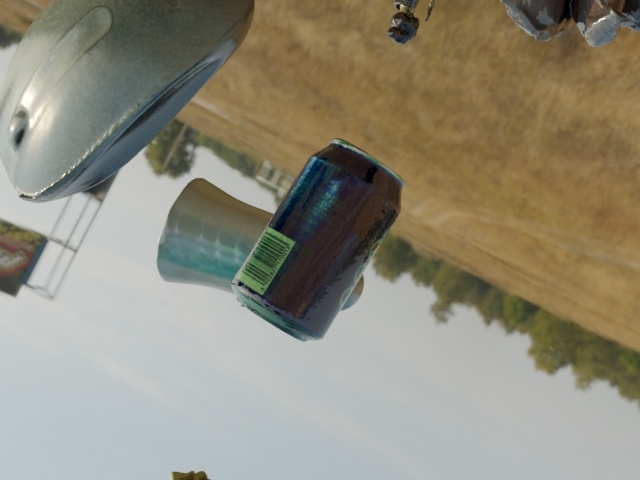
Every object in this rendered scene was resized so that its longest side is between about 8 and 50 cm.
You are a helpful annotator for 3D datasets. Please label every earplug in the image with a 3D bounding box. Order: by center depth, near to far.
[{"bbox_3d":[-0.083,0.033,1.533,0.324,0.185,0.185,19,-179,13],"label":"earplug"}]

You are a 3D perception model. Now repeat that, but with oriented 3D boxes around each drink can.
[{"bbox_3d":[0.000,0.000,0.995,0.118,0.205,0.118,33,178,1],"label":"drink can"}]

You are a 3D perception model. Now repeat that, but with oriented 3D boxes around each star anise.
[{"bbox_3d":[0.243,-0.213,0.815,0.172,0.063,0.208,6,-152,10],"label":"star anise"}]

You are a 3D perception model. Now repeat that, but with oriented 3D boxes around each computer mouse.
[{"bbox_3d":[-0.241,-0.193,1.034,0.203,0.374,0.114,55,-168,22],"label":"computer mouse"}]

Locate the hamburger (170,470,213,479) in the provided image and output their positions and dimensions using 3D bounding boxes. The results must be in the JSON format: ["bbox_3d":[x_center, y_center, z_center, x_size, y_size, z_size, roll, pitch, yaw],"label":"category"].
[{"bbox_3d":[-0.223,0.531,1.586,0.212,0.274,0.274,4,168,34],"label":"hamburger"}]

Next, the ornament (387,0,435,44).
[{"bbox_3d":[0.166,-0.396,1.475,0.153,0.196,0.166,15,175,-13],"label":"ornament"}]
